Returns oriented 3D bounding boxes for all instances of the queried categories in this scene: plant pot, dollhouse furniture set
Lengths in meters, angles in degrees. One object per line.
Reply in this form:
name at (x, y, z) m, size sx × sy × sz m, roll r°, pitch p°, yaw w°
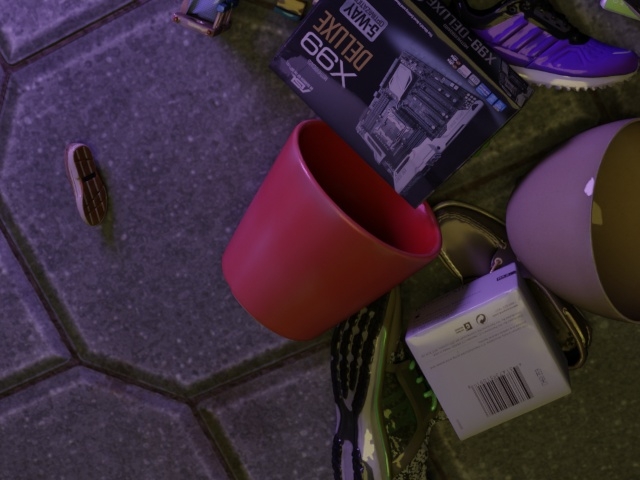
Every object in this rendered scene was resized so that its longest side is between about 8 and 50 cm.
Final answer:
plant pot at (0.000, 0.000, 1.782) m, size 0.275 × 0.275 × 0.243 m, roll 41°, pitch 118°, yaw -5°
plant pot at (0.379, -0.030, 1.723) m, size 0.191 × 0.284 × 0.284 m, roll 3°, pitch 110°, yaw 44°
dollhouse furniture set at (-0.097, -0.348, 1.748) m, size 0.183 × 0.129 × 0.129 m, roll 23°, pitch 108°, yaw 1°

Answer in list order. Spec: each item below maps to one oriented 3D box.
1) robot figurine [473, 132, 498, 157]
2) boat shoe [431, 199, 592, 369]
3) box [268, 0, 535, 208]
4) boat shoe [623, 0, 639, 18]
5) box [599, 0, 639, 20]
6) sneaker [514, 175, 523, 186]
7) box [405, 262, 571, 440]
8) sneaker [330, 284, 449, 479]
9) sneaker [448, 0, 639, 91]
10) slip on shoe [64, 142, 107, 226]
robot figurine at (0.228, -0.181, 1.781) m, size 0.101 × 0.067 × 0.115 m, roll 29°, pitch 112°, yaw 31°
boat shoe at (0.285, 0.069, 1.829) m, size 0.324 × 0.097 × 0.116 m, roll 45°, pitch 107°, yaw -6°
box at (0.110, -0.232, 1.716) m, size 0.307 × 0.076 × 0.242 m, roll 45°, pitch 128°, yaw -1°
boat shoe at (0.442, -0.347, 1.641) m, size 0.223 × 0.073 × 0.080 m, roll 37°, pitch 108°, yaw -2°
box at (0.581, -0.386, 1.678) m, size 0.322 × 0.058 × 0.232 m, roll 19°, pitch 108°, yaw 1°
sneaker at (0.317, -0.058, 1.820) m, size 0.031 × 0.035 × 0.083 m, roll -22°, pitch 102°, yaw 13°
box at (0.243, 0.160, 1.746) m, size 0.181 × 0.119 × 0.182 m, roll -27°, pitch 101°, yaw 14°
sneaker at (0.122, 0.247, 1.912) m, size 0.182 × 0.158 × 0.410 m, roll -4°, pitch 106°, yaw -23°
sneaker at (0.312, -0.296, 1.718) m, size 0.293 × 0.102 × 0.146 m, roll 6°, pitch 106°, yaw 7°
slip on shoe at (-0.376, -0.089, 1.912) m, size 0.041 × 0.051 × 0.135 m, roll 12°, pitch 123°, yaw 46°
